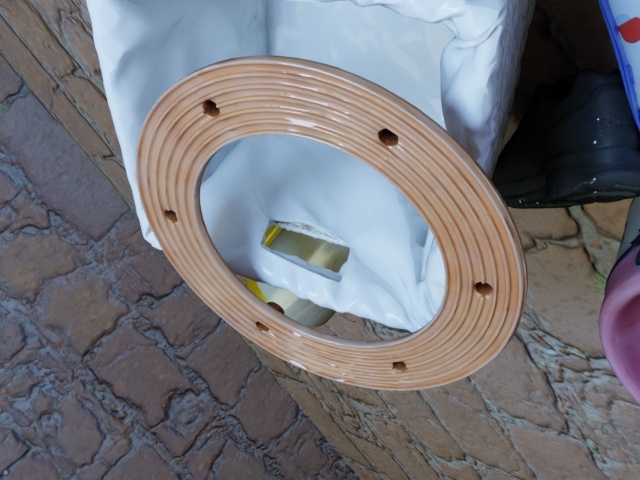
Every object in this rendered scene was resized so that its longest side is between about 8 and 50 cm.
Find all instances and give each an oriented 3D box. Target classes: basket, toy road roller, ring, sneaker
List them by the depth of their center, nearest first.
[{"bbox_3d":[0.000,0.000,0.598,0.336,0.032,0.336,18,137,18],"label":"ring"},{"bbox_3d":[0.013,-0.142,0.674,0.328,0.266,0.331,17,135,17],"label":"basket"},{"bbox_3d":[0.246,-0.097,0.755,0.286,0.109,0.130,171,97,-81],"label":"sneaker"},{"bbox_3d":[0.043,-0.015,0.987,0.240,0.202,0.329,29,-152,-24],"label":"toy road roller"}]

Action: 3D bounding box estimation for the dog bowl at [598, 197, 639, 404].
[{"bbox_3d":[0.453,0.100,0.689,0.408,0.150,0.408,34,155,18],"label":"dog bowl"}]

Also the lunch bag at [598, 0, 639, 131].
[{"bbox_3d":[0.354,-0.138,0.488,0.303,0.115,0.243,17,148,48],"label":"lunch bag"}]
